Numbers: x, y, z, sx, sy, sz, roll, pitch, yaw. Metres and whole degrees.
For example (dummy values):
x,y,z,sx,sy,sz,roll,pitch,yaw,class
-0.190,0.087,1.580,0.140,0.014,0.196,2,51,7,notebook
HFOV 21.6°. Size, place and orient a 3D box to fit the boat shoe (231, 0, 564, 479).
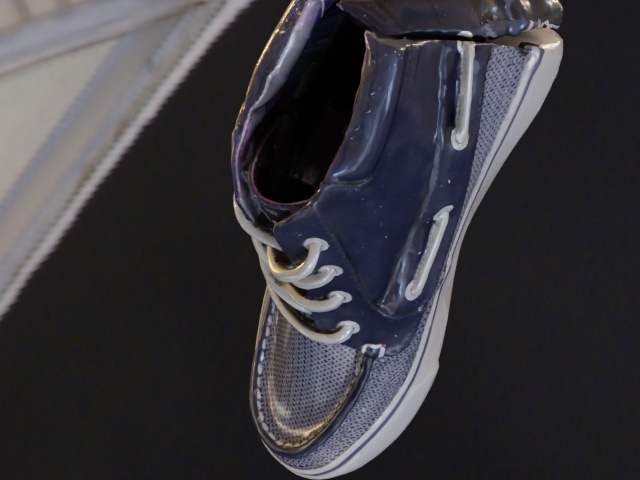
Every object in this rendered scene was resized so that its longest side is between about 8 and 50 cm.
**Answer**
x,y,z,sx,sy,sz,roll,pitch,yaw,class
0.000,0.000,0.918,0.127,0.340,0.158,37,-150,31,boat shoe
